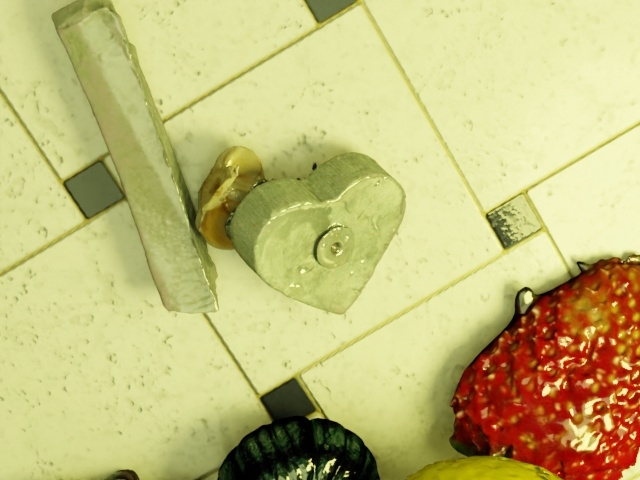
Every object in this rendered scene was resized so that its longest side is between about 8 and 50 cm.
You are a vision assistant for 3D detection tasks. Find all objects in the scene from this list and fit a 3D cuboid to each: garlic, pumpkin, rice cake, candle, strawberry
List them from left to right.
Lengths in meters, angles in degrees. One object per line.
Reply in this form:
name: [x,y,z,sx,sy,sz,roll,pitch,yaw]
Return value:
rice cake: [-0.190,-0.088,1.406,0.073,0.056,0.365,-18,106,6]
garlic: [-0.094,-0.046,1.417,0.094,0.074,0.113,15,103,-45]
pumpkin: [-0.024,0.290,1.479,0.194,0.150,0.194,-11,139,-10]
candle: [0.000,0.000,1.415,0.192,0.068,0.168,-22,128,-19]
strawberry: [0.293,0.153,1.469,0.233,0.138,0.306,27,103,-9]

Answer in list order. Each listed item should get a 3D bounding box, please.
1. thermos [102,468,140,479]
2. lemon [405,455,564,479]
thermos: [-0.244,0.328,1.490,0.232,0.099,0.124,2,106,-6]
lemon: [0.171,0.410,1.375,0.350,0.349,0.387,-5,142,-3]
